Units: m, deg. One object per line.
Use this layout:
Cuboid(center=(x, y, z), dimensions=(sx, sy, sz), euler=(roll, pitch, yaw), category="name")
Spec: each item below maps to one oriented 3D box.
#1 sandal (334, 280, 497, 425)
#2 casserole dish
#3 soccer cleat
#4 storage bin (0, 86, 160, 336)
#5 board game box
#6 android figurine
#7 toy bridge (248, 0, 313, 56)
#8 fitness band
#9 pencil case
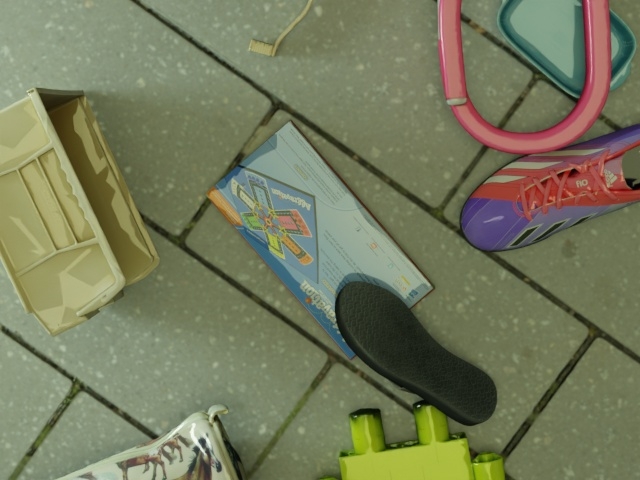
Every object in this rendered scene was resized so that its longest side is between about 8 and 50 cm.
Cuboid(center=(0.109, 0.151, 1.939), dimensions=(0.254, 0.054, 0.097), euler=(41, 54, -16), category="sandal")
Cuboid(center=(0.305, -0.259, 1.940), dimensions=(0.188, 0.037, 0.114), euler=(41, 94, -2), category="casserole dish")
Cuboid(center=(0.322, -0.071, 1.912), dimensions=(0.318, 0.116, 0.109), euler=(-20, 93, 3), category="soccer cleat")
Cuboid(center=(-0.308, -0.038, 1.860), dimensions=(0.123, 0.262, 0.260), euler=(-25, 93, 4), category="storage bin")
Cuboid(center=(0.000, 0.000, 1.972), dimensions=(0.145, 0.027, 0.281), euler=(-41, 93, 3), category="board game box")
Cuboid(center=(0.117, 0.344, 1.982), dimensions=(0.248, 0.056, 0.273), euler=(-7, 92, 2), category="android figurine")
Cuboid(center=(-0.035, -0.320, 1.949), dimensions=(0.063, 0.026, 0.188), euler=(16, 94, -2), category="toy bridge")
Cuboid(center=(0.249, -0.250, 1.898), dimensions=(0.208, 0.054, 0.291), euler=(-4, 96, 2), category="fitness band")
Cuboid(center=(-0.274, 0.346, 1.939), dimensions=(0.410, 0.160, 0.184), euler=(-22, 108, 3), category="pencil case")
